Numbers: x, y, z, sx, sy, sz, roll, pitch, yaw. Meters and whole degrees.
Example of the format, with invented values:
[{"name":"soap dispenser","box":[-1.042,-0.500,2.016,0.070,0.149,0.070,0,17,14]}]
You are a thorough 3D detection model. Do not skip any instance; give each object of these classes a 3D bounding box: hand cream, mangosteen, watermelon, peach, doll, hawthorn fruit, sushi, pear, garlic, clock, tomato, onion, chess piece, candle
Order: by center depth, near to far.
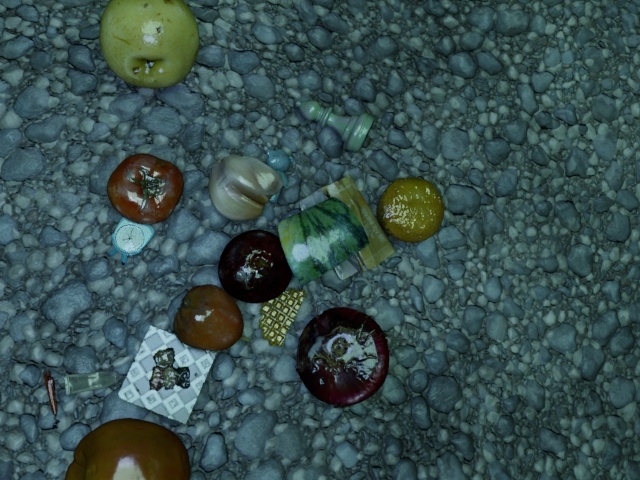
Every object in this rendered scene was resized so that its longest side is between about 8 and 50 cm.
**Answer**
[{"name":"peach","box":[-0.522,0.665,1.675,0.302,0.343,0.342,27,75,-33]},{"name":"candle","box":[-0.781,0.465,1.782,0.026,0.021,0.167,-11,85,-16]},{"name":"hand cream","box":[-0.673,0.417,1.818,0.165,0.037,0.057,-7,84,-9]},{"name":"hawthorn fruit","box":[-0.320,0.249,1.863,0.251,0.199,0.199,33,75,-24]},{"name":"sushi","box":[-0.464,0.408,1.864,0.220,0.047,0.231,24,72,-6]},{"name":"mangosteen","box":[-0.195,0.078,1.871,0.236,0.261,0.235,2,84,-14]},{"name":"pear","box":[-0.524,-0.628,1.875,0.310,0.309,0.308,2,81,-15]},{"name":"tomato","box":[-0.533,-0.171,1.882,0.237,0.095,0.236,7,68,-17]},{"name":"clock","box":[-0.592,0.000,1.888,0.108,0.045,0.147,33,76,-7]},{"name":"onion","box":[0.071,0.369,1.926,0.314,0.232,0.313,-4,75,16]},{"name":"watermelon","box":[0.000,0.000,1.929,0.262,0.201,0.212,-26,89,-9]},{"name":"garlic","box":[-0.261,-0.171,1.946,0.228,0.110,0.217,34,100,4]},{"name":"doll","box":[-0.158,-0.218,2.033,0.120,0.075,0.179,11,100,-51]},{"name":"chess piece","box":[0.038,-0.415,2.090,0.272,0.139,0.139,26,76,2]}]

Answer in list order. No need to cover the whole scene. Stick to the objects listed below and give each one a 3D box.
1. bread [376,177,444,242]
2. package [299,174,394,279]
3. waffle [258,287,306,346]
[{"name":"bread","box":[0.307,-0.102,2.096,0.240,0.139,0.239,2,82,-15]},{"name":"package","box":[0.104,-0.052,2.022,0.221,0.165,0.311,-28,91,-17]},{"name":"waffle","box":[-0.121,0.247,1.979,0.161,0.046,0.191,-4,84,-15]}]
